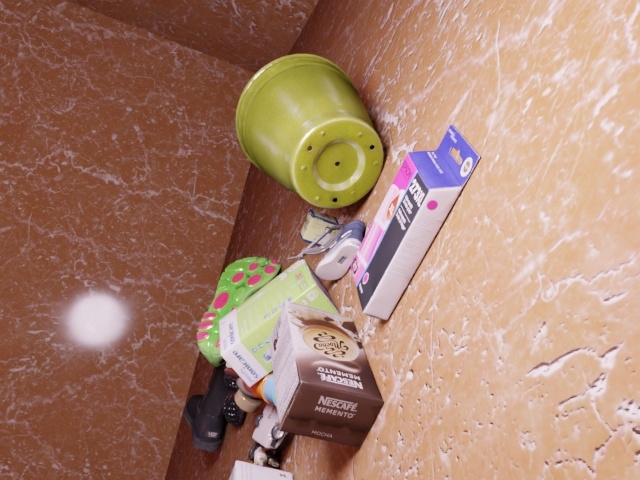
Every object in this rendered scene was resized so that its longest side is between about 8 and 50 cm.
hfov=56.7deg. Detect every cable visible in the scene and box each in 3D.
[{"bbox_3d":[-0.160,0.557,1.609,0.140,0.072,0.287,-70,14,-12],"label":"cable"}]

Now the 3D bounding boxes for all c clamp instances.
[{"bbox_3d":[0.000,0.000,1.567,0.160,0.022,0.137,-40,20,-28],"label":"c clamp"}]

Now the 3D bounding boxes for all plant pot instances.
[{"bbox_3d":[-0.008,-0.263,1.546,0.367,0.366,0.353,-66,28,21],"label":"plant pot"}]

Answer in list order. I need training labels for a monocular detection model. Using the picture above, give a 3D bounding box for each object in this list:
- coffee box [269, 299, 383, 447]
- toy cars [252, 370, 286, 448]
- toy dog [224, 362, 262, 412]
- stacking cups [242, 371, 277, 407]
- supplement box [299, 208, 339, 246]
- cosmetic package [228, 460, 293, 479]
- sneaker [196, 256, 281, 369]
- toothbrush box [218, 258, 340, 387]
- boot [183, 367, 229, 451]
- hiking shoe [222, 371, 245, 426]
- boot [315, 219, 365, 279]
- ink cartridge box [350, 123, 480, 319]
[{"bbox_3d":[0.000,0.260,1.204,0.297,0.168,0.119,-111,41,-65],"label":"coffee box"},{"bbox_3d":[-0.095,0.360,1.571,0.176,0.087,0.394,-38,36,30],"label":"toy cars"},{"bbox_3d":[-0.219,0.369,1.810,0.220,0.161,0.333,-57,17,-3],"label":"toy dog"},{"bbox_3d":[-0.094,0.362,1.400,0.316,0.096,0.096,-7,65,56],"label":"stacking cups"},{"bbox_3d":[-0.004,-0.033,1.684,0.056,0.083,0.083,-116,47,-67],"label":"supplement box"},{"bbox_3d":[-0.182,0.731,1.341,0.217,0.156,0.385,-123,51,-72],"label":"cosmetic package"},{"bbox_3d":[-0.282,0.239,2.068,0.202,0.185,0.483,88,-156,-44],"label":"sneaker"},{"bbox_3d":[-0.109,0.198,1.489,0.283,0.122,0.206,-36,20,0],"label":"toothbrush box"},{"bbox_3d":[-0.390,0.522,2.289,0.367,0.146,0.446,29,104,66],"label":"boot"},{"bbox_3d":[-0.269,0.525,2.028,0.114,0.086,0.227,-20,-63,-55],"label":"hiking shoe"},{"bbox_3d":[0.054,0.027,1.480,0.190,0.069,0.086,-43,24,48],"label":"boot"},{"bbox_3d":[0.169,-0.041,1.151,0.176,0.069,0.371,-101,34,-59],"label":"ink cartridge box"}]
